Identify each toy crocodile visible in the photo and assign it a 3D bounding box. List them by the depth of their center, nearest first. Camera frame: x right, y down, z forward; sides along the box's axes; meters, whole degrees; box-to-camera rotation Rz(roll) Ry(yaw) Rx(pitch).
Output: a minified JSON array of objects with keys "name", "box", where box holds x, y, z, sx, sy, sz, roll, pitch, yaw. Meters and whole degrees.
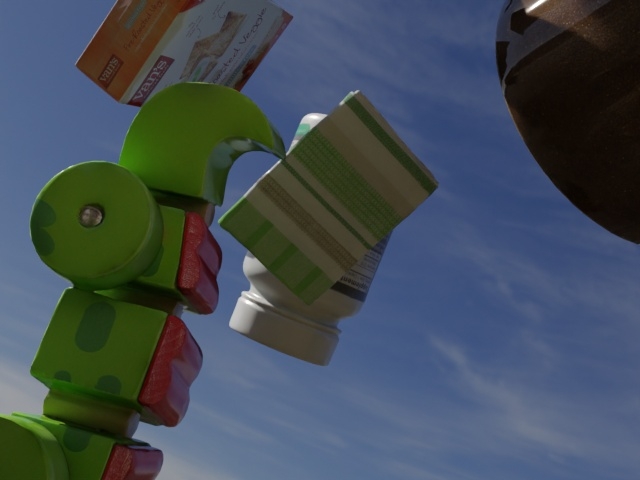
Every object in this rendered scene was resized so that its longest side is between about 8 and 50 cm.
[{"name":"toy crocodile","box":[-0.111,0.072,0.466,0.105,0.340,0.115,14,-17,11]}]

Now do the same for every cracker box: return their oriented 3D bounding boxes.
[{"name":"cracker box","box":[-0.132,-0.211,0.916,0.067,0.155,0.232,41,14,12]}]

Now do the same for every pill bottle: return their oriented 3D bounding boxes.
[{"name":"pill bottle","box":[0.000,0.000,1.385,0.204,0.361,0.204,23,-2,1]}]

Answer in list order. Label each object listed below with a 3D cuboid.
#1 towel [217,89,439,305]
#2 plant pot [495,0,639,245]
[{"name":"towel","box":[0.007,-0.033,0.706,0.113,0.152,0.023,46,5,-24]},{"name":"plant pot","box":[0.258,-0.134,0.501,0.215,0.215,0.230,30,-32,-16]}]
